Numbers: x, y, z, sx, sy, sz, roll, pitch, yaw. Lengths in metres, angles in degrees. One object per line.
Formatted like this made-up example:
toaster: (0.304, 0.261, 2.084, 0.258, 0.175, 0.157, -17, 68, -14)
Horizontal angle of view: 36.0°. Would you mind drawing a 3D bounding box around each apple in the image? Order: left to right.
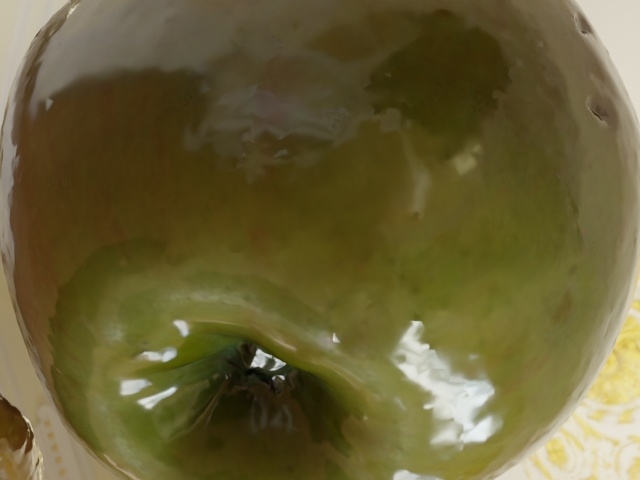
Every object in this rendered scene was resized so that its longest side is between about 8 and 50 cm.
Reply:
apple: (0.000, 0.000, 0.516, 0.305, 0.339, 0.338, -89, -176, -58)

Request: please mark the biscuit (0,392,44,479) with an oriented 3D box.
biscuit: (-0.194, 0.107, 0.384, 0.045, 0.154, 0.299, 37, 0, 23)
